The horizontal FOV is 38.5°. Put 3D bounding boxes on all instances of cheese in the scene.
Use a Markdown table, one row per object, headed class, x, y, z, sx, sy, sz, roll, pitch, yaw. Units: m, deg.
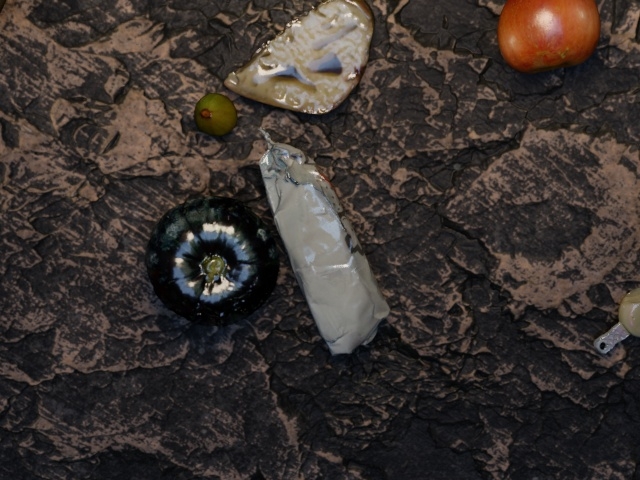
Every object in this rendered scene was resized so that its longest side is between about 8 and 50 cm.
| class | x | y | z | sx | sy | sz | roll | pitch | yaw |
| --- | --- | --- | --- | --- | --- | --- | --- | --- | --- |
| cheese | 0.579 | 0.143 | 1.689 | 0.171 | 0.047 | 0.092 | -21 | 107 | 7 |

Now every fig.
| class | x | y | z | sx | sy | sz | roll | pitch | yaw |
| --- | --- | --- | --- | --- | --- | --- | --- | --- | --- |
| fig | -0.179 | -0.212 | 1.541 | 0.074 | 0.088 | 0.074 | 0 | 93 | 9 |

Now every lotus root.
| class | x | y | z | sx | sy | sz | roll | pitch | yaw |
| --- | --- | --- | --- | --- | --- | --- | --- | --- | --- |
| lotus root | -0.013 | -0.297 | 1.523 | 0.261 | 0.074 | 0.170 | -43 | 107 | 13 |

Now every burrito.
| class | x | y | z | sx | sy | sz | roll | pitch | yaw |
| --- | --- | --- | --- | --- | --- | --- | --- | --- | --- |
| burrito | 0.000 | 0.000 | 1.606 | 0.139 | 0.101 | 0.445 | -15 | 109 | 20 |

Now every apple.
| class | x | y | z | sx | sy | sz | roll | pitch | yaw |
| --- | --- | --- | --- | --- | --- | --- | --- | --- | --- |
| apple | 0.364 | -0.344 | 1.467 | 0.163 | 0.163 | 0.139 | -9 | 95 | 3 |

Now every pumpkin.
| class | x | y | z | sx | sy | sz | roll | pitch | yaw |
| --- | --- | --- | --- | --- | --- | --- | --- | --- | --- |
| pumpkin | -0.185 | 0.037 | 1.584 | 0.233 | 0.163 | 0.233 | -1 | 100 | -7 |

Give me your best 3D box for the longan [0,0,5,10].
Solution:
| class | x | y | z | sx | sy | sz | roll | pitch | yaw |
| --- | --- | --- | --- | --- | --- | --- | --- | --- | --- |
| longan | -0.632 | -0.432 | 1.354 | 0.361 | 0.361 | 0.361 | 0 | 109 | -1 |
